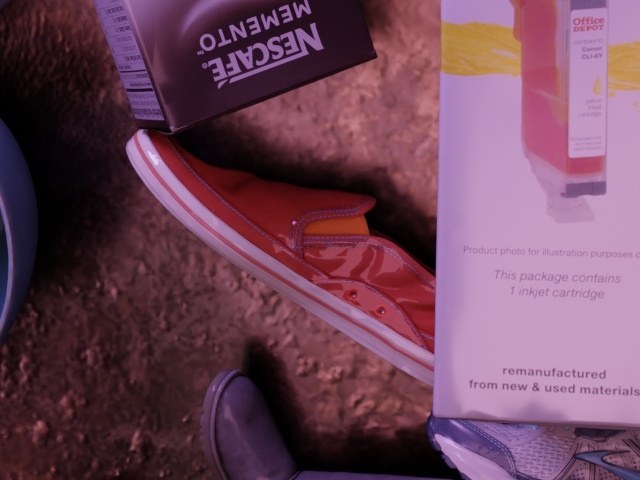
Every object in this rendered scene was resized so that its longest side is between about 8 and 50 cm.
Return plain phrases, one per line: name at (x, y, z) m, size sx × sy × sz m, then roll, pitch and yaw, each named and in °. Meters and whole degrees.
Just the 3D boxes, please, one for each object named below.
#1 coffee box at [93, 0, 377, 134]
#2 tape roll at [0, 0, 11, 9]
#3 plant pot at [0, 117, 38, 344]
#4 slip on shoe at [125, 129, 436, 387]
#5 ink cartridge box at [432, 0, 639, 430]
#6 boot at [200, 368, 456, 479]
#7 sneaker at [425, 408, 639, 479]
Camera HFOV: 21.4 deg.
coffee box at (-0.094, -0.242, 1.226) m, size 0.168 × 0.119 × 0.297 m, roll -23°, pitch 101°, yaw -15°
tape roll at (-0.341, -0.292, 1.312) m, size 0.286 × 0.100 × 0.286 m, roll 3°, pitch 105°, yaw 12°
plant pot at (-0.342, -0.024, 1.332) m, size 0.290 × 0.195 × 0.290 m, roll 3°, pitch 107°, yaw 11°
slip on shoe at (0.000, 0.000, 1.311) m, size 0.331 × 0.123 × 0.101 m, roll 31°, pitch 94°, yaw 0°
ink cartridge box at (0.173, -0.086, 1.123) m, size 0.160 × 0.279 × 0.385 m, roll 2°, pitch 93°, yaw 13°
boot at (0.016, 0.194, 1.351) m, size 0.208 × 0.076 × 0.190 m, roll 4°, pitch 121°, yaw 33°
sneaker at (0.223, 0.166, 1.319) m, size 0.283 × 0.110 × 0.122 m, roll 20°, pitch 95°, yaw 1°
